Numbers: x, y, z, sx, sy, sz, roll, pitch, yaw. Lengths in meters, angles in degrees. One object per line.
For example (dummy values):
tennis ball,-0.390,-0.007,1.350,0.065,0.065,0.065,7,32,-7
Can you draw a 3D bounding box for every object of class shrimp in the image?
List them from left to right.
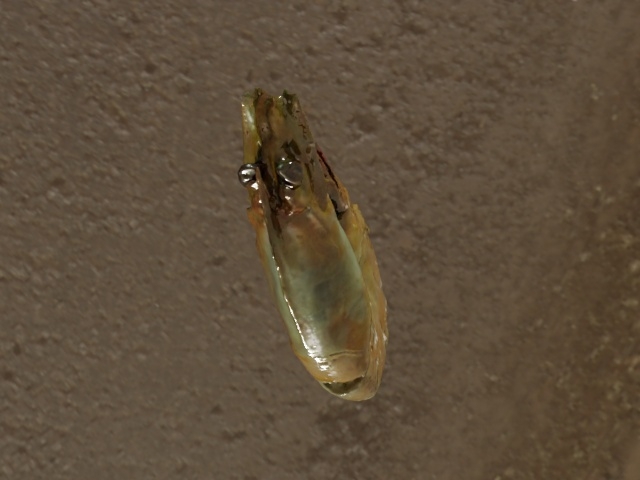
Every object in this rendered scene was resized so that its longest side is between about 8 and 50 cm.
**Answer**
shrimp,-0.002,0.000,0.565,0.051,0.115,0.217,-12,136,13
